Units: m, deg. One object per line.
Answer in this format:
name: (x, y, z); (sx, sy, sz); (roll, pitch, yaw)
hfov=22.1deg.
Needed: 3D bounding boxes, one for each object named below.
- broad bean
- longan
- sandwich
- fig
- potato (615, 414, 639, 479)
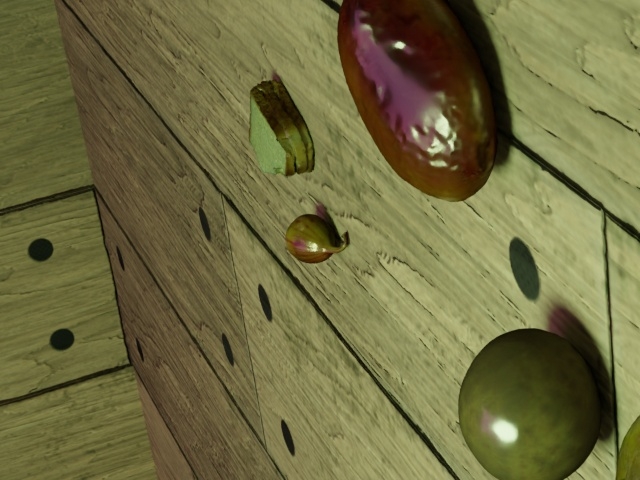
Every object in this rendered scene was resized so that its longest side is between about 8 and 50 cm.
broad bean: (0.072, -0.107, 1.149); (0.165, 0.084, 0.114); (64, 158, 13)
longan: (0.145, 0.111, 1.113); (0.119, 0.106, 0.106); (-36, -64, -61)
sandwich: (-0.039, -0.097, 1.643); (0.093, 0.036, 0.105); (90, 157, -44)
fig: (0.000, 0.000, 1.604); (0.083, 0.050, 0.050); (8, 115, 53)
potato: (0.225, 0.167, 0.904); (0.200, 0.081, 0.164); (-131, 30, -52)
